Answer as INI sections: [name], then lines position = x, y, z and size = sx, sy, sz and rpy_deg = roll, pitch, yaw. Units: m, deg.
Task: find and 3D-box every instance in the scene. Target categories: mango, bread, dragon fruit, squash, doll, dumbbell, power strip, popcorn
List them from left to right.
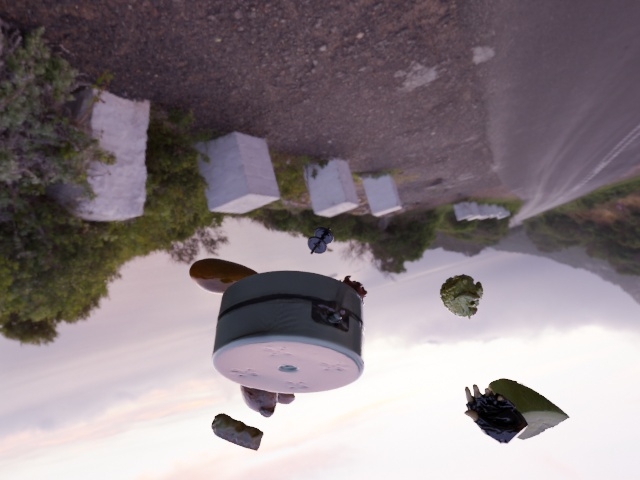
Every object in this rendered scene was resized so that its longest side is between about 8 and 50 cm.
[mango]
position = -0.299, 0.124, 1.488
size = 0.254, 0.113, 0.138
rpy_deg = 13, 177, -13
[bread]
position = -0.359, 0.821, 1.951
size = 0.088, 0.232, 0.128
rpy_deg = -61, 173, -50
[doll]
position = -0.181, 0.516, 1.628
size = 0.156, 0.201, 0.303
rpy_deg = -43, 159, 19
[power strip]
position = -0.059, 0.208, 1.018
size = 0.358, 0.161, 0.357
rpy_deg = 2, 144, 1
[dumbbell]
position = 0.000, 0.000, 1.488
size = 0.069, 0.069, 0.147
rpy_deg = -22, -158, 38
[dragon fruit]
position = 0.095, 0.221, 1.979
size = 0.137, 0.236, 0.135
rpy_deg = -57, -160, 18
[popcorn]
position = 0.470, 0.183, 1.534
size = 0.136, 0.141, 0.162
rpy_deg = 13, 166, 24
[squash]
position = 0.763, 0.621, 1.737
size = 0.204, 0.155, 0.236
rpy_deg = 26, 127, -12

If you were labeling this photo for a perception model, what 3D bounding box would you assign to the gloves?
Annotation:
[gloves]
position = 0.552, 0.553, 1.486
size = 0.164, 0.203, 0.124
rpy_deg = -24, 143, -27
